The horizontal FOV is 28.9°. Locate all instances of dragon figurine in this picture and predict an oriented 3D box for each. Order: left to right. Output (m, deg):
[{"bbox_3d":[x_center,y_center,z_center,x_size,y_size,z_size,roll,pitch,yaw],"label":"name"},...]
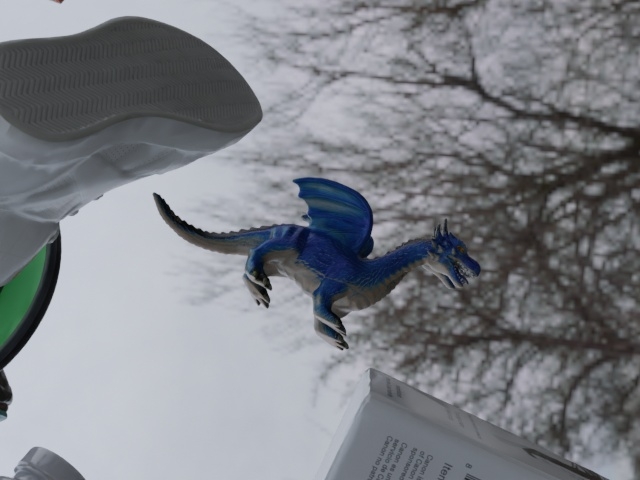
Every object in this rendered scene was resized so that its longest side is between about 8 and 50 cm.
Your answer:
[{"bbox_3d":[0.000,0.000,1.129,0.144,0.289,0.085,-57,-16,-18],"label":"dragon figurine"}]

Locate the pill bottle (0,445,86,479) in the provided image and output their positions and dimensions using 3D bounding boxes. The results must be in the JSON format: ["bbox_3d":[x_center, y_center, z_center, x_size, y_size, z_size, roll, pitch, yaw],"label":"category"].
[{"bbox_3d":[-0.274,0.262,1.060,0.169,0.094,0.094,-53,-35,-33],"label":"pill bottle"}]

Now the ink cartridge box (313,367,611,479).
[{"bbox_3d":[0.110,0.227,0.756,0.114,0.272,0.197,-46,-19,-86],"label":"ink cartridge box"}]

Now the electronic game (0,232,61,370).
[{"bbox_3d":[-0.303,0.018,0.914,0.048,0.229,0.229,75,-153,-64],"label":"electronic game"}]

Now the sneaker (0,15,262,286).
[{"bbox_3d":[-0.171,-0.059,0.847,0.108,0.169,0.292,53,-151,12],"label":"sneaker"}]

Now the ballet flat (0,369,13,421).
[{"bbox_3d":[-0.367,0.114,1.130,0.280,0.095,0.096,59,-159,-76],"label":"ballet flat"}]

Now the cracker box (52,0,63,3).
[{"bbox_3d":[-0.296,-0.328,1.180,0.156,0.232,0.067,-55,-29,-22],"label":"cracker box"}]
